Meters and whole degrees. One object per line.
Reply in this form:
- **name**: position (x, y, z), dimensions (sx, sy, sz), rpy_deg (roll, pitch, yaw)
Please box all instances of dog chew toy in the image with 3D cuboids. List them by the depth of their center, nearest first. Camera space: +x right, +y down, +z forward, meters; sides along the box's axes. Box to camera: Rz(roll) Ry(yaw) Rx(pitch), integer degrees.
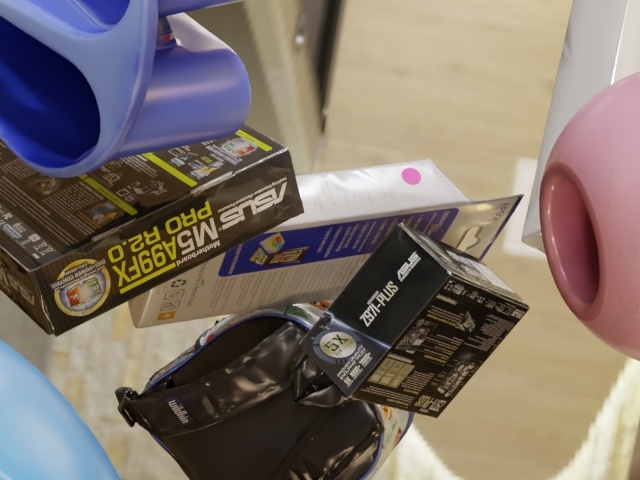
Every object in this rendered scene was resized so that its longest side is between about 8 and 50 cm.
- **dog chew toy**: position (0.323, -0.032, 1.058), dimensions (0.206, 0.332, 0.206), rpy_deg (168, -90, -78)

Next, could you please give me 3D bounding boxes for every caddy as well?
- **caddy**: position (-0.178, -0.194, 1.033), dimensions (0.179, 0.341, 0.241), rpy_deg (-12, 132, -38)

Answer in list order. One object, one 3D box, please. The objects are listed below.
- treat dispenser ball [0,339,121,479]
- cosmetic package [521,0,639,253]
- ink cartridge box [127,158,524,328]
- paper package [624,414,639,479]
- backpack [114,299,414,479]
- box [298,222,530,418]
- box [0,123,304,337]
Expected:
- **treat dispenser ball**: position (-0.199, 0.151, 0.540), dimensions (0.288, 0.288, 0.288), rpy_deg (10, 90, -87)
- **cosmetic package**: position (0.348, -0.105, 1.410), dimensions (0.097, 0.284, 0.377), rpy_deg (-31, -143, 54)
- **ink cartridge box**: position (0.000, 0.000, 1.524), dimensions (0.176, 0.371, 0.069), rpy_deg (116, -36, -57)
- **paper package**: position (0.492, 0.348, 1.782), dimensions (0.309, 0.168, 0.325), rpy_deg (57, 27, -11)
- **backpack**: position (-0.030, 0.177, 1.656), dimensions (0.263, 0.276, 0.213), rpy_deg (-39, -175, 38)
- **box**: position (0.090, 0.078, 1.433), dimensions (0.147, 0.077, 0.180), rpy_deg (-52, 149, 11)
- **box**: position (-0.174, -0.043, 1.198), dimensions (0.270, 0.216, 0.060), rpy_deg (31, -39, 50)
